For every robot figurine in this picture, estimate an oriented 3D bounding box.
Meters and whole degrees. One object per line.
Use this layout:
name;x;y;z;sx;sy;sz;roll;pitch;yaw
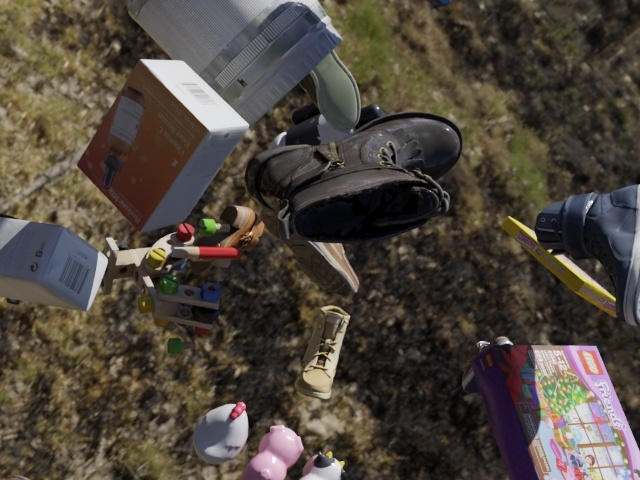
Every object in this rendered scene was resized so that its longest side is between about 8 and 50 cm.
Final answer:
robot figurine;0.024;-0.176;1.757;0.173;0.278;0.209;53;27;-30

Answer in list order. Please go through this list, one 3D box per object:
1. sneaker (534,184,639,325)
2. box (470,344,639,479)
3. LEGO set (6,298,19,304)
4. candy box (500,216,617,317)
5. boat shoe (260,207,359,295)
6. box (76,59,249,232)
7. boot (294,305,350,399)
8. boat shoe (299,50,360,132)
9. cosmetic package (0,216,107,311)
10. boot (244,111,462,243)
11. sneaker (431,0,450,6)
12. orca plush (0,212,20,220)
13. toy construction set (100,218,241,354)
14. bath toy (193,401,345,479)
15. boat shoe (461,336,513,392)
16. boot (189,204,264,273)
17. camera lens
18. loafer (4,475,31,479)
sneaker;0.365;0.022;1.146;0.086;0.163;0.226;58;40;-36
box;0.335;0.281;1.149;0.201;0.057;0.293;5;55;-30
LEGO set;-0.636;0.025;1.566;0.182;0.060;0.244;-5;44;-44
candy box;0.365;0.037;1.311;0.105;0.027;0.206;25;16;-33
boat shoe;0.000;0.000;1.932;0.324;0.123;0.116;53;55;-35
box;-0.196;-0.117;1.066;0.130;0.170;0.091;44;25;13
boot;0.011;0.284;2.216;0.095;0.203;0.262;18;11;2
boat shoe;0.001;-0.290;1.498;0.069;0.081;0.227;38;-18;52
cosmetic package;-0.416;0.025;1.149;0.117;0.231;0.085;54;49;-59
boot;0.060;-0.053;0.814;0.263;0.229;0.091;-16;107;-16
sneaker;0.170;-0.426;1.214;0.069;0.082;0.209;-79;153;-44
orca plush;-0.566;-0.028;1.435;0.151;0.287;0.102;20;76;-34
toy construction set;-0.328;0.066;1.732;0.237;0.309;0.257;2;65;-31
bath toy;-0.068;0.412;1.597;0.348;0.129;0.151;34;24;-1
boat shoe;0.347;0.253;1.838;0.066;0.183;0.066;9;46;-22
boot;-0.217;0.009;2.068;0.073;0.197;0.152;42;8;24
camera lens;-0.131;-0.333;1.275;0.274;0.219;0.219;46;38;-9
loafer;-0.498;0.534;1.358;0.130;0.134;0.366;20;32;-41
